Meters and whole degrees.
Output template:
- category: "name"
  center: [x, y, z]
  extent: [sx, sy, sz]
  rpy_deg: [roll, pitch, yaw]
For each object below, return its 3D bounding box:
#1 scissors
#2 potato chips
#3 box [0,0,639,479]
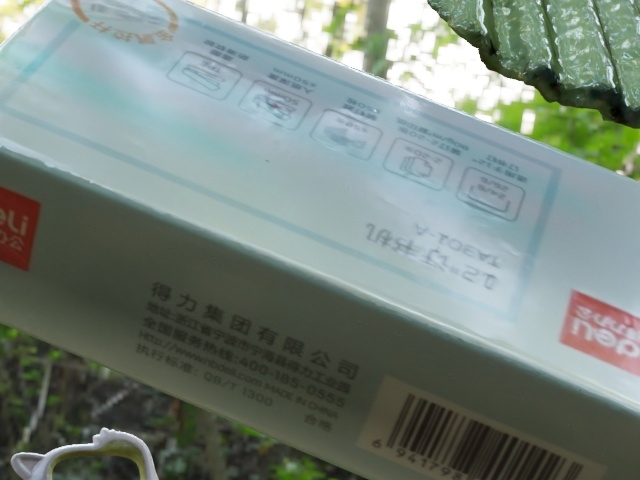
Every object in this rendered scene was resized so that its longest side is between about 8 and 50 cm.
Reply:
- category: "scissors"
  center: [-0.147, 0.268, 1.383]
  extent: [0.317, 0.160, 0.024]
  rpy_deg: [6, -24, -15]
- category: "potato chips"
  center: [0.231, -0.228, 1.242]
  extent: [0.358, 0.429, 0.070]
  rpy_deg: [23, -53, -21]
- category: "box"
  center: [0.000, 0.000, 0.503]
  extent: [0.269, 0.079, 0.135]
  rpy_deg: [22, 38, 4]
